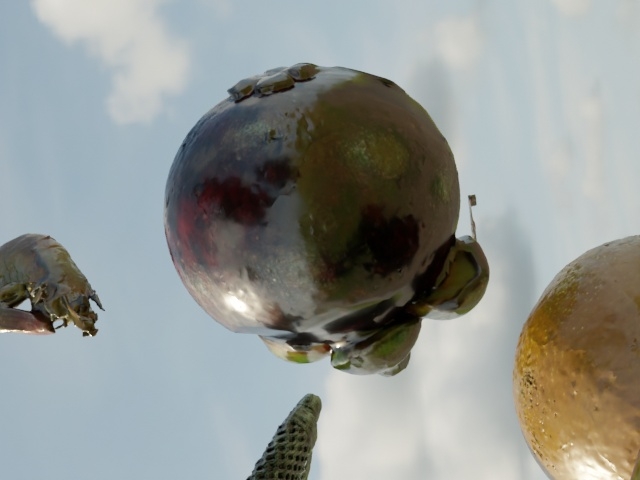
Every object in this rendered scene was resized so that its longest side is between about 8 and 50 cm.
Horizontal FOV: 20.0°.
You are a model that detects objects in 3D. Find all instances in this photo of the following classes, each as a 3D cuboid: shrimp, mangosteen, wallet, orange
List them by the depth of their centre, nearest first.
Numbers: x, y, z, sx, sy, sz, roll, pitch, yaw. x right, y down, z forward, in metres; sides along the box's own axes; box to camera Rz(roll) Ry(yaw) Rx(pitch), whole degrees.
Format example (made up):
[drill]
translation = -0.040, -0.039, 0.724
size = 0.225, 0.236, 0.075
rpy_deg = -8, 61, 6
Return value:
[orange]
translation = 0.294, 0.121, 1.550
size = 0.274, 0.274, 0.274
rpy_deg = -6, -90, -76
[mangosteen]
translation = -0.002, -0.019, 1.740
size = 0.311, 0.311, 0.311
rpy_deg = -6, -90, -76
[wallet]
translation = -0.090, 0.328, 1.802
size = 0.342, 0.075, 0.237
rpy_deg = -54, -11, -54
[shrimp]
translation = -0.357, 0.073, 2.230
size = 0.287, 0.152, 0.063
rpy_deg = 37, 159, 55

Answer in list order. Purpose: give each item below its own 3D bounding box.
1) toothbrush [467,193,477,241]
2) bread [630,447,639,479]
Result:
[toothbrush]
translation = 0.156, -0.012, 1.843
size = 0.097, 0.008, 0.006
rpy_deg = 80, 179, -46
[bread]
translation = 0.301, 0.136, 1.301
size = 0.138, 0.077, 0.361
rpy_deg = 16, -91, -37
